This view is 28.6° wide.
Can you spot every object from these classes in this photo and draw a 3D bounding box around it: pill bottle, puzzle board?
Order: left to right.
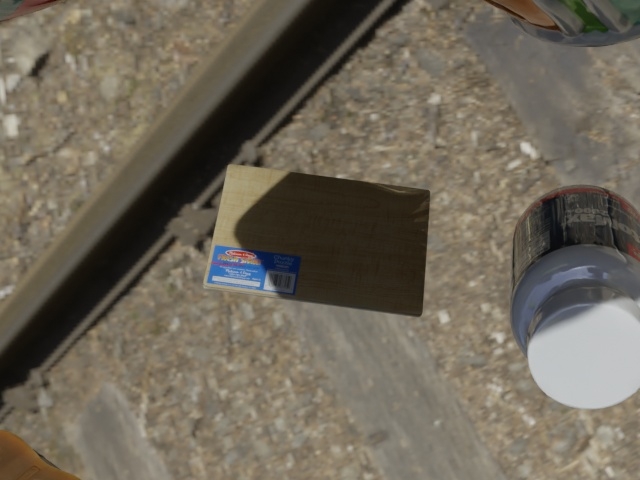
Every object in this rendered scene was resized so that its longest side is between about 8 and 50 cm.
[{"bbox_3d":[0.000,0.000,0.754,0.128,0.096,0.011,7,141,1],"label":"puzzle board"},{"bbox_3d":[0.189,0.040,0.899,0.108,0.180,0.108,3,115,7],"label":"pill bottle"}]

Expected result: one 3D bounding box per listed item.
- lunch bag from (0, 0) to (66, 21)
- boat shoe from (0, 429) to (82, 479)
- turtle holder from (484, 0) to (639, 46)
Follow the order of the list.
[{"bbox_3d":[-0.022,-0.196,0.353,0.120,0.258,0.293,50,138,5],"label":"lunch bag"},{"bbox_3d":[-0.198,0.206,0.920,0.207,0.073,0.073,30,152,54],"label":"boat shoe"},{"bbox_3d":[0.160,-0.251,0.665,0.243,0.320,0.227,11,135,41],"label":"turtle holder"}]
